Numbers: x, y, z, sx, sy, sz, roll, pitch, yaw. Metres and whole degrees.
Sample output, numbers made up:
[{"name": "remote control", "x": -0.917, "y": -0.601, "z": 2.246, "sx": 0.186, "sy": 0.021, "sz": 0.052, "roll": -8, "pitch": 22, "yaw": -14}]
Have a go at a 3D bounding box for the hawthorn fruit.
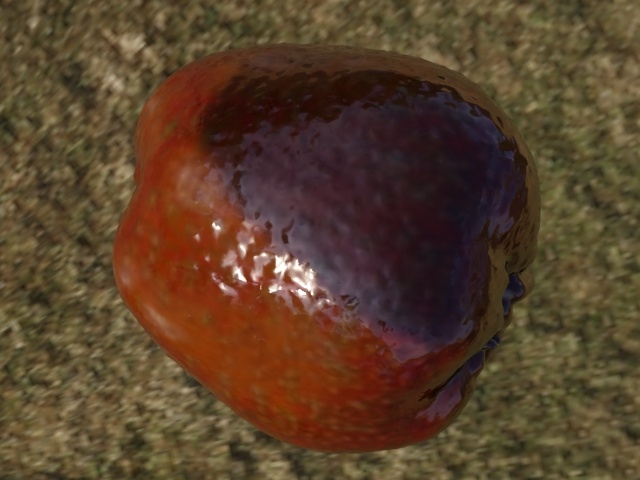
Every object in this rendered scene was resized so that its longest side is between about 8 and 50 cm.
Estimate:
[{"name": "hawthorn fruit", "x": 0.000, "y": 0.000, "z": 0.578, "sx": 0.138, "sy": 0.133, "sz": 0.133, "roll": 22, "pitch": 68, "yaw": 10}]
